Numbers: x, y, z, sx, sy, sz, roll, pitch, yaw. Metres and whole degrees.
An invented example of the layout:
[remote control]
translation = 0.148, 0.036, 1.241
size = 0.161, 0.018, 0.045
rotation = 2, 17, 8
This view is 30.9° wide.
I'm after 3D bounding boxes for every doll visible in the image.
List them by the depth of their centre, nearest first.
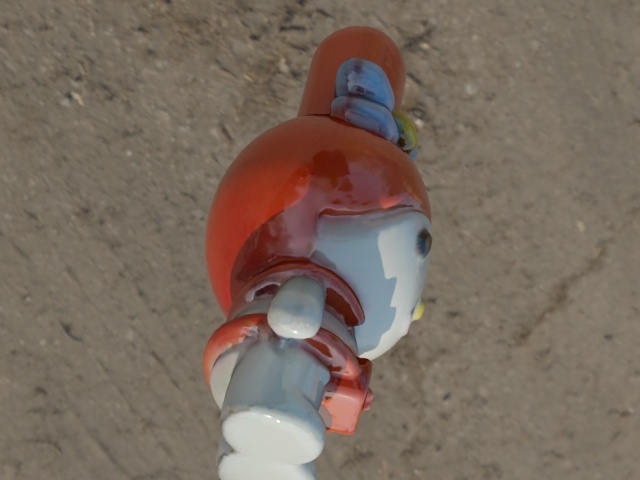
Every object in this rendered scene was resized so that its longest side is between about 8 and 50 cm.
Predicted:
[doll]
translation = 0.000, 0.000, 0.651
size = 0.129, 0.290, 0.161
rotation = 11, 139, 4
